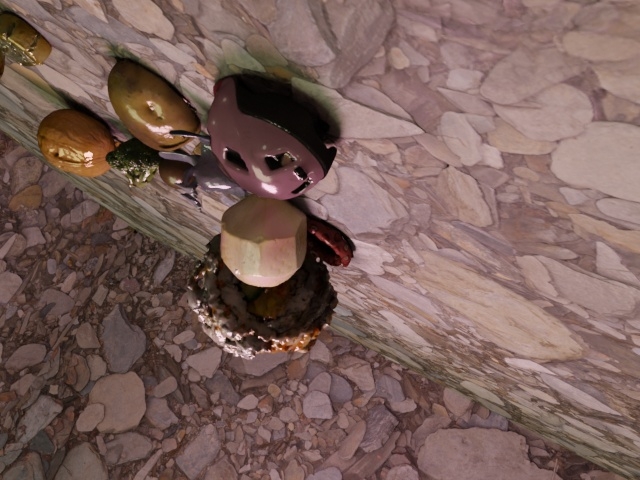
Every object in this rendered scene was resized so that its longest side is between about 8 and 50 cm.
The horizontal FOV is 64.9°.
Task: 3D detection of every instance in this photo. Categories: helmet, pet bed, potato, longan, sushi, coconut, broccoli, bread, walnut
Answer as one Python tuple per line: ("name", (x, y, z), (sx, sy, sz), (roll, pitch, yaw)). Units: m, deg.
("helmet", (-0.099, -0.151, 0.829), (0.253, 0.154, 0.198), (13, 159, 36))
("pet bed", (0.000, 0.000, 1.332), (0.201, 0.053, 0.201), (29, 161, 11))
("potato", (-0.330, -0.251, 1.034), (0.138, 0.098, 0.243), (16, 161, 38))
("longan", (-0.383, -0.186, 1.362), (0.113, 0.092, 0.113), (22, -170, -4))
("sushi", (-0.158, 0.126, 1.388), (0.417, 0.417, 0.176), (31, 148, -6))
("coconut", (-0.144, -0.014, 1.223), (0.237, 0.197, 0.236), (28, 127, 45))
("broccoli", (-0.518, -0.224, 1.436), (0.146, 0.137, 0.162), (17, -157, 17))
("bread", (-0.673, -0.439, 1.115), (0.156, 0.064, 0.117), (13, 157, 45))
("walnut", (-0.718, -0.285, 1.488), (0.226, 0.193, 0.193), (30, 166, 4))

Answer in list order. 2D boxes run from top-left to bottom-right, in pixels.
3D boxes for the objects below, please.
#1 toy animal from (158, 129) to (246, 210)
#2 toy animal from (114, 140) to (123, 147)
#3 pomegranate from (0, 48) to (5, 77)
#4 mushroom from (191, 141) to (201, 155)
("toy animal", (-0.220, -0.146, 1.067), (0.255, 0.176, 0.239), (38, 158, 16))
("toy animal", (-0.652, -0.298, 1.597), (0.083, 0.060, 0.081), (19, -161, 35))
("pomegranate", (-0.849, -0.441, 1.227), (0.159, 0.189, 0.241), (5, 165, -3))
("mushroom", (-0.192, -0.169, 1.150), (0.202, 0.054, 0.059), (25, 171, -5))
